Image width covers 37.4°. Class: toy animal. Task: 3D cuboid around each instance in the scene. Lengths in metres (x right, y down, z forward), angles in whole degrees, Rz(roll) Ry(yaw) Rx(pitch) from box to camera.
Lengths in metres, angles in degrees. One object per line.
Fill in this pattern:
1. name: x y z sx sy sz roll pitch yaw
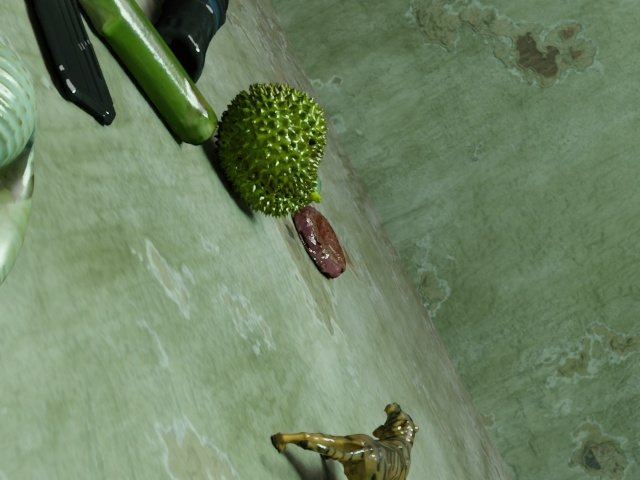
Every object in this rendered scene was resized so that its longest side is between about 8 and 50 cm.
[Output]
1. toy animal: 0.039 0.239 1.021 0.114 0.116 0.255 65 10 19

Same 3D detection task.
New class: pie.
1. pie: 0.000 0.000 1.699 0.153 0.038 0.153 58 12 -21

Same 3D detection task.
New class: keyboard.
1. keyboard: -0.270 -0.238 0.963 0.262 0.016 0.106 67 10 20

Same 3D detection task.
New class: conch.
1. conch: -0.207 -0.038 0.501 0.135 0.102 0.153 69 35 -48

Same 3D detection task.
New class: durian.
1. durian: -0.072 -0.122 1.323 0.146 0.159 0.198 -77 173 -61

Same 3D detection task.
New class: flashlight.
1. flashlight: -0.193 -0.310 1.375 0.103 0.103 0.424 59 12 -24

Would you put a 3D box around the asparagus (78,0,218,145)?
1. asparagus: -0.210 -0.226 1.121 0.278 0.060 0.067 55 23 -39
